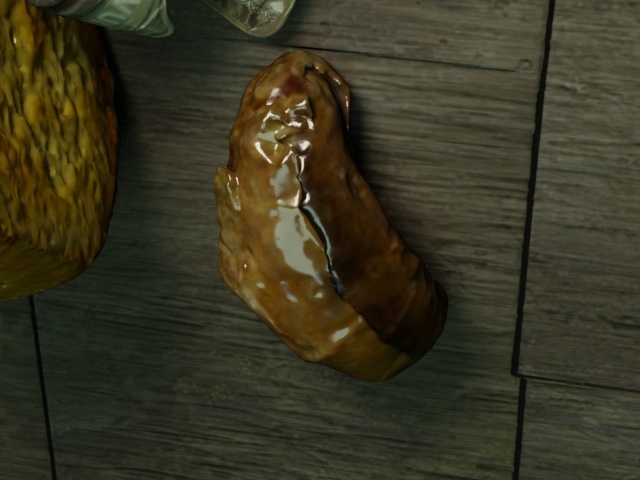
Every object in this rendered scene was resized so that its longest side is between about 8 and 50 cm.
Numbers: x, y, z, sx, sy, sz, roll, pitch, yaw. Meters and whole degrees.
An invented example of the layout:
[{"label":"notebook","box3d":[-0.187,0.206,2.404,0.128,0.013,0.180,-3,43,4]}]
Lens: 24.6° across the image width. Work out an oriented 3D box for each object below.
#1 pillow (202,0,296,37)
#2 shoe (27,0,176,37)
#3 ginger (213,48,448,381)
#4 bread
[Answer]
[{"label":"pillow","box3d":[-0.040,-0.271,1.209,0.130,0.033,0.217,38,125,-4]},{"label":"shoe","box3d":[-0.121,-0.295,1.159,0.109,0.149,0.293,27,92,38]},{"label":"ginger","box3d":[0.000,0.000,1.299,0.165,0.172,0.321,16,137,52]},{"label":"bread","box3d":[-0.312,-0.115,1.191,0.215,0.398,0.398,-9,120,14]}]
